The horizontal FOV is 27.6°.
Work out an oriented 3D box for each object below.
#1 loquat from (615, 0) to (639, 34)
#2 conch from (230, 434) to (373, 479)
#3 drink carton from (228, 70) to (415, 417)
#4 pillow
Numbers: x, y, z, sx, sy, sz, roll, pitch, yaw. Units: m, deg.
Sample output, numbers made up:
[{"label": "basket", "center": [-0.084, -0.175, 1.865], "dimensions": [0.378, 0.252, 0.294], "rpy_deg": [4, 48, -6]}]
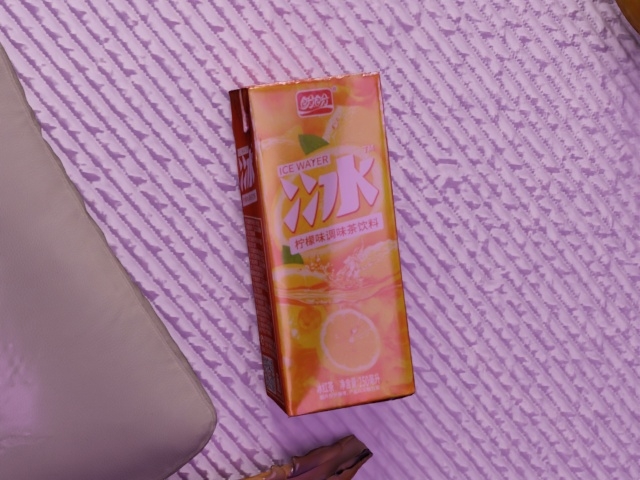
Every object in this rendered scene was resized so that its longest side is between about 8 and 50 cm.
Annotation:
[{"label": "loquat", "center": [0.295, -0.225, 0.905], "dimensions": [0.213, 0.213, 0.213], "rpy_deg": [-1, 94, -17]}, {"label": "conch", "center": [-0.099, 0.223, 0.882], "dimensions": [0.330, 0.093, 0.109], "rpy_deg": [-32, 85, -33]}, {"label": "drink carton", "center": [0.000, 0.000, 0.896], "dimensions": [0.096, 0.071, 0.223], "rpy_deg": [-8, 96, -15]}, {"label": "pillow", "center": [-0.240, 0.053, 0.800], "dimensions": [0.255, 0.120, 0.322], "rpy_deg": [-30, 102, -13]}]
